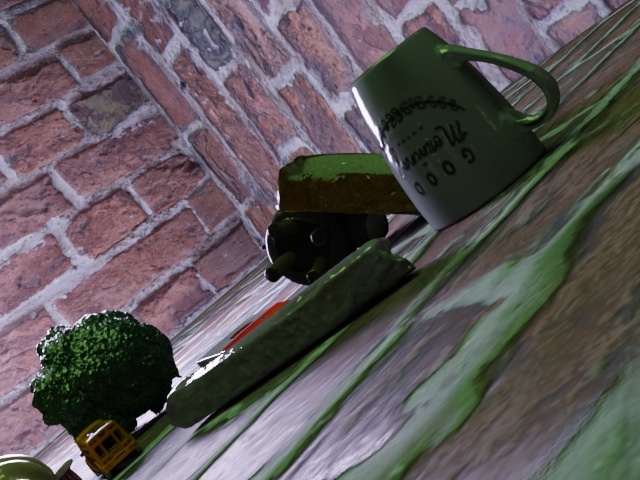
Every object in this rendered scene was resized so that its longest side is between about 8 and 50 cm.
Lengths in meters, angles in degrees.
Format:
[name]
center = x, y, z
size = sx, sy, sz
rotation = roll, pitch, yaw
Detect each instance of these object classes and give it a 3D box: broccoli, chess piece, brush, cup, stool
[broccoli]
center = -0.387, 0.253, 1.660
size = 0.294, 0.265, 0.245
rotation = -66, -10, -68
[chess piece]
center = -0.371, 0.349, 1.125
size = 0.143, 0.143, 0.261
rotation = -40, 11, -21
[brush]
center = -0.429, 0.412, 1.487
size = 0.060, 0.050, 0.321
rotation = -44, -2, -30
[cup]
center = 0.185, -0.175, 1.230
size = 0.258, 0.234, 0.186
rotation = -33, 7, 39
[stool]
center = -0.004, -0.008, 1.592
size = 0.228, 0.153, 0.139
rotation = -37, 4, 26

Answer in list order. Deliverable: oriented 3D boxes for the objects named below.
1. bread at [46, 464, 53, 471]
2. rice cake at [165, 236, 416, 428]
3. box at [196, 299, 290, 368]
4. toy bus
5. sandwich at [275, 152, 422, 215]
[bread]
center = -0.583, 0.489, 1.795
size = 0.114, 0.077, 0.189
rotation = -34, 1, 3
[rice cake]
center = -0.047, 0.119, 1.163
size = 0.399, 0.064, 0.070
rotation = -37, -2, 21
[box]
center = -0.130, 0.169, 1.585
size = 0.139, 0.035, 0.245
rotation = -40, 3, -22
[toy bus]
center = -0.333, 0.318, 1.421
size = 0.069, 0.074, 0.162
rotation = -41, 6, -23
[sandwich]
center = 0.066, -0.090, 1.510
size = 0.251, 0.087, 0.226
rotation = 2, 17, 6
